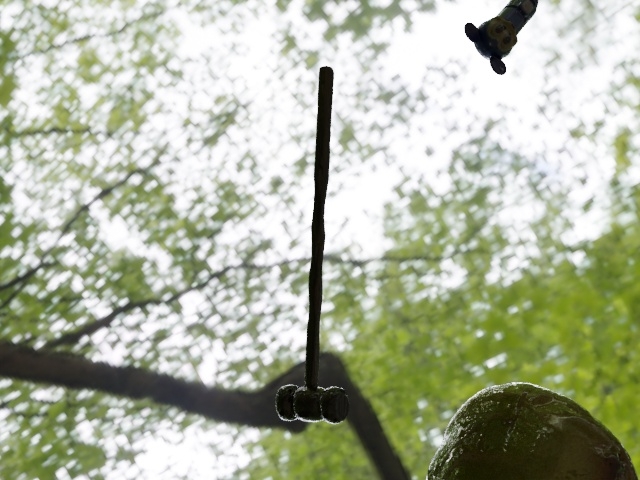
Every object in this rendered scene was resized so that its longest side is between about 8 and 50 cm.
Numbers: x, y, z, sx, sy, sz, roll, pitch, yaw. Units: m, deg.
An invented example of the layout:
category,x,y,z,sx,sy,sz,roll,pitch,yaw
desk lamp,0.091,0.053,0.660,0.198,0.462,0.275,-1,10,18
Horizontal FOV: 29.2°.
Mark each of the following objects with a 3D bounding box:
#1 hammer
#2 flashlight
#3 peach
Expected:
category,x,y,z,sx,sy,sz,roll,pitch,yaw
hammer,0.000,0.000,0.994,0.029,0.058,0.292,15,-105,-55
flashlight,0.173,-0.198,1.126,0.057,0.035,0.121,50,-135,-8
peach,0.307,0.380,1.813,0.281,0.315,0.314,-48,-52,-40
